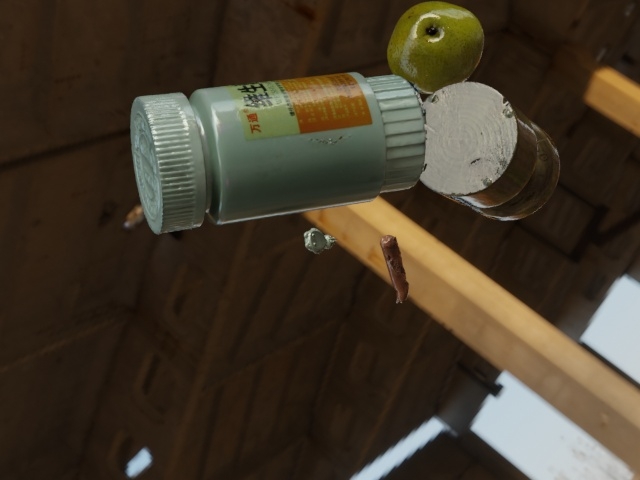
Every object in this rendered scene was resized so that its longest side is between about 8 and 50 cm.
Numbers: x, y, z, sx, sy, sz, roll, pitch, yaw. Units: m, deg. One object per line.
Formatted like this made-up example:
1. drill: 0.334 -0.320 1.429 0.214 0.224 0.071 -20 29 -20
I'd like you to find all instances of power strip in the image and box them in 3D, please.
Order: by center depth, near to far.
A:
1. power strip: 0.000 0.000 2.182 0.035 0.055 0.083 -16 -14 39

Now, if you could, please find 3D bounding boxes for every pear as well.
1. pear: 0.228 -0.382 2.052 0.198 0.198 0.198 -40 -26 -24

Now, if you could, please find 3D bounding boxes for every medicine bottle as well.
1. medicine bottle: -0.047 -0.107 1.195 0.318 0.158 0.158 -9 -41 -18

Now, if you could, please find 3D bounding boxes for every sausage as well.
1. sausage: 0.153 0.058 2.107 0.042 0.036 0.157 -28 -60 -22

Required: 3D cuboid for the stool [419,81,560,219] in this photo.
1. stool: 0.266 -0.136 1.656 0.179 0.179 0.264 -56 -25 10
